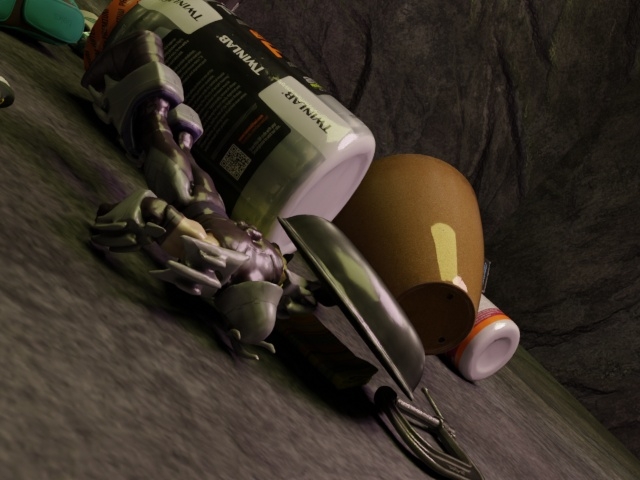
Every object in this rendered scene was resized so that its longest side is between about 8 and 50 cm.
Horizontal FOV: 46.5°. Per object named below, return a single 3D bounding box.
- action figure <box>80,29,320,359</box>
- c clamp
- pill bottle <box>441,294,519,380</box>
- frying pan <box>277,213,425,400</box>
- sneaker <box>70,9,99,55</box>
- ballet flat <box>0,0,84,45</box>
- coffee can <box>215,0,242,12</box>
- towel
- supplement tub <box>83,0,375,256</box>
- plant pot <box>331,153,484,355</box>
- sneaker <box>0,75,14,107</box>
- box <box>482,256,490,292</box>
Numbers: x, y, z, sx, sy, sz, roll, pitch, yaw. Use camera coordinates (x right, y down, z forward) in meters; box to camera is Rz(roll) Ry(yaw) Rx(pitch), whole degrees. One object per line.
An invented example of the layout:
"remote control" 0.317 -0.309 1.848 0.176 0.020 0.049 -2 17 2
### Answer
"action figure" -0.101 -0.025 0.580 0.285 0.099 0.185 61 10 30
"c clamp" 0.097 0.177 0.697 0.160 0.022 0.137 35 14 -50
"pill bottle" 0.221 0.124 1.265 0.121 0.121 0.221 33 9 -48
"frying pan" 0.039 0.071 0.714 0.197 0.053 0.326 53 -3 19
"sneaker" -0.379 -0.337 1.175 0.161 0.057 0.075 49 5 37
"ballet flat" -0.379 -0.291 0.874 0.087 0.083 0.247 17 1 15
"coffee can" -0.314 -0.489 1.587 0.201 0.275 0.201 40 7 -6
"towel" -0.046 0.049 0.699 0.237 0.021 0.102 43 6 18
"supplement tub" -0.109 -0.142 0.850 0.316 0.193 0.193 42 7 13
"plant pot" 0.136 0.037 1.050 0.237 0.237 0.254 38 21 -22
"sneaker" -0.248 -0.101 0.539 0.035 0.031 0.083 55 12 3
"box" 0.214 0.025 1.638 0.290 0.169 0.087 37 52 -22
